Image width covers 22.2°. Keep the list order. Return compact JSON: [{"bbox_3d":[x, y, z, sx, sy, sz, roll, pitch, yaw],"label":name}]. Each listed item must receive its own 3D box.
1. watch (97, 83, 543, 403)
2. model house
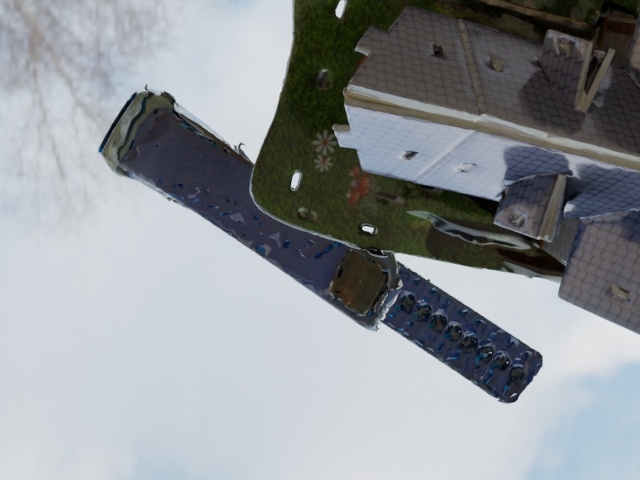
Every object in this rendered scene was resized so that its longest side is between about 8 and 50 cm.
[{"bbox_3d":[0.000,0.001,1.121,0.274,0.276,0.068,30,-91,30],"label":"watch"},{"bbox_3d":[0.074,-0.034,0.420,0.167,0.117,0.088,15,-171,-12],"label":"model house"}]
